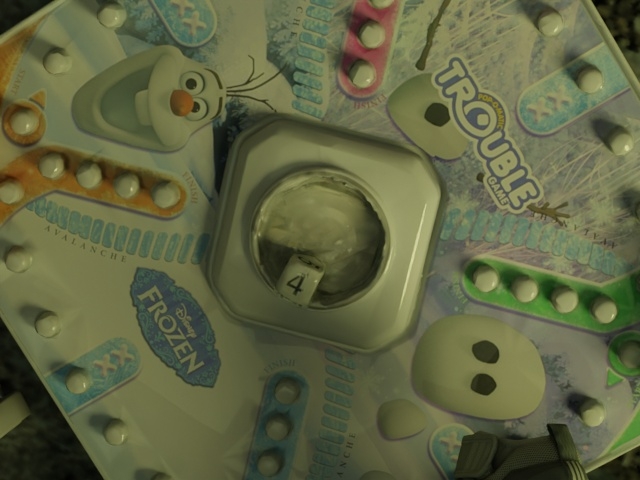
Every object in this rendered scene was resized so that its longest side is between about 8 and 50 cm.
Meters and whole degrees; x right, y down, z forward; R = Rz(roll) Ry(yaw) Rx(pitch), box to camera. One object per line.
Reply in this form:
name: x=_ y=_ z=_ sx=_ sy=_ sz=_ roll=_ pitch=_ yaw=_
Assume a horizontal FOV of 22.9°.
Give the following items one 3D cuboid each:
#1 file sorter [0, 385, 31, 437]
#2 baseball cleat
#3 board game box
file sorter: x=-0.358 y=0.101 z=0.933 sx=0.277 sy=0.193 sz=0.173 roll=-22 pitch=95 yaw=16
baseball cleat: x=0.085 y=0.173 z=0.853 sx=0.072 sy=0.109 sz=0.206 roll=17 pitch=135 yaw=-26
board game box: x=0.000 y=0.000 z=0.888 sx=0.390 sy=0.050 sz=0.390 roll=-30 pitch=95 yaw=13
